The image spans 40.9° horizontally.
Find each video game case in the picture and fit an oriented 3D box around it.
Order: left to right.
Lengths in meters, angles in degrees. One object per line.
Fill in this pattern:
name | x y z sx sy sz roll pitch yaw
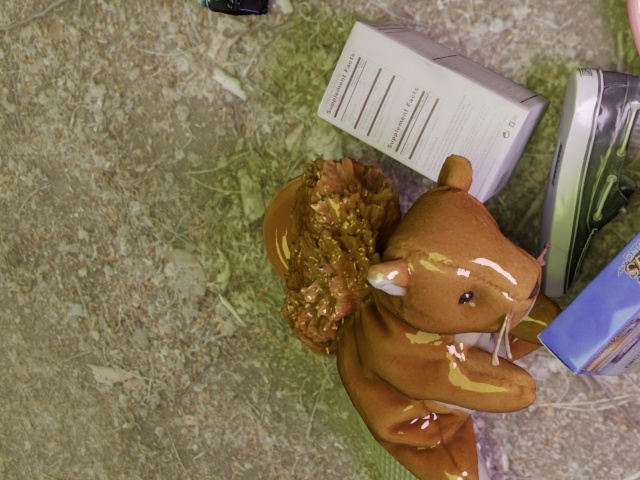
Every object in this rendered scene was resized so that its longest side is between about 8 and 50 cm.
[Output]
video game case | 0.382 0.037 0.952 0.269 0.244 0.061 -49 63 13

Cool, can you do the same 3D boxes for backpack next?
backpack | -0.128 -0.374 1.196 0.084 0.105 0.114 4 101 24

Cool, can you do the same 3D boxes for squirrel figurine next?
squirrel figurine | 0.096 0.061 1.034 0.397 0.281 0.370 31 158 24

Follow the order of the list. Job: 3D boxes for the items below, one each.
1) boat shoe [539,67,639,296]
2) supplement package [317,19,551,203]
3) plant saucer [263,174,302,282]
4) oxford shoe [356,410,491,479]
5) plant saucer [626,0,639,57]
boat shoe | 0.337 -0.062 1.063 0.102 0.108 0.301 7 112 6
supplement package | 0.145 -0.170 1.102 0.244 0.139 0.133 32 115 16
plant saucer | 0.000 0.000 1.267 0.200 0.037 0.199 7 108 23
oxford shoe | 0.171 0.315 1.245 0.449 0.130 0.169 66 150 12
plant saucer | 0.484 -0.262 0.885 0.332 0.084 0.332 33 135 40
